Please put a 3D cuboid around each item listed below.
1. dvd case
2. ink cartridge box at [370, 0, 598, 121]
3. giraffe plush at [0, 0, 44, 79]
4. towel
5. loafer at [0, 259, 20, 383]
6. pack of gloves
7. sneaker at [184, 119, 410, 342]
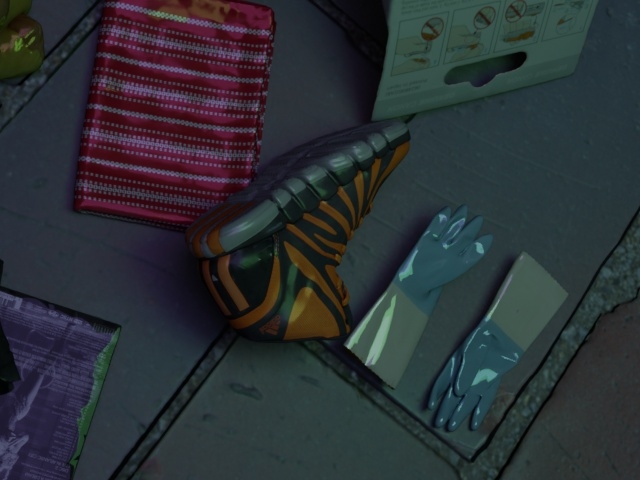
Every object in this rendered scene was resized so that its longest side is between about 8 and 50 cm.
[{"bbox_3d":[-0.311,0.165,1.263,0.164,0.018,0.221,20,72,-14],"label":"dvd case"},{"bbox_3d":[0.191,-0.336,1.397,0.308,0.385,0.091,-16,47,-25],"label":"ink cartridge box"},{"bbox_3d":[-0.373,-0.224,1.247,0.181,0.170,0.210,40,69,-6],"label":"giraffe plush"},{"bbox_3d":[-0.155,-0.148,1.379,0.199,0.031,0.275,10,75,-15],"label":"towel"},{"bbox_3d":[-0.330,0.123,1.219,0.078,0.076,0.223,11,79,-21],"label":"loafer"},{"bbox_3d":[0.151,0.089,1.431,0.195,0.046,0.232,43,71,-18],"label":"pack of gloves"},{"bbox_3d":[0.000,0.000,1.362,0.321,0.124,0.180,-36,111,-34],"label":"sneaker"}]
